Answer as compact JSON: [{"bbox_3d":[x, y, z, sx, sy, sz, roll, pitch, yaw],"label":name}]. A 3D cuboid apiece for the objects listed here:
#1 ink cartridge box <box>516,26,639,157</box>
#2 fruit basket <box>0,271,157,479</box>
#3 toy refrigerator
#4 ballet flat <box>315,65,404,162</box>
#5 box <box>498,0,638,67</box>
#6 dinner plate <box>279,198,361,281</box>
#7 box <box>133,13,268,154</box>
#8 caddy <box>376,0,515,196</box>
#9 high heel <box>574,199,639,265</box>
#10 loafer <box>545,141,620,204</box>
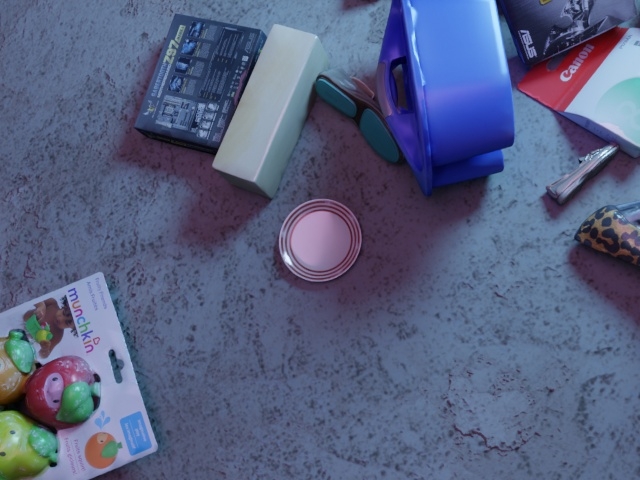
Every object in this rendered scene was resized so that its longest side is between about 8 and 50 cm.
[{"bbox_3d":[0.456,-0.262,1.065,0.225,0.056,0.181,38,87,17],"label":"ink cartridge box"},{"bbox_3d":[-0.482,0.259,1.115,0.353,0.165,0.327,-24,73,4],"label":"fruit basket"},{"bbox_3d":[-0.085,-0.219,1.159,0.094,0.102,0.269,21,84,17],"label":"toy refrigerator"},{"bbox_3d":[0.081,-0.220,1.140,0.068,0.072,0.213,-35,72,-28],"label":"ballet flat"},{"bbox_3d":[0.358,-0.406,1.027,0.183,0.231,0.056,-22,35,16],"label":"box"},{"bbox_3d":[0.000,0.000,1.132,0.141,0.017,0.141,-3,76,14],"label":"dinner plate"},{"bbox_3d":[-0.213,-0.281,1.226,0.183,0.059,0.232,15,82,16],"label":"box"},{"bbox_3d":[0.175,-0.238,1.031,0.179,0.241,0.341,-7,75,5],"label":"caddy"},{"bbox_3d":[0.489,0.065,0.980,0.186,0.093,0.261,-17,82,28],"label":"high heel"},{"bbox_3d":[0.404,-0.111,1.048,0.125,0.045,0.039,-44,65,4],"label":"loafer"}]
